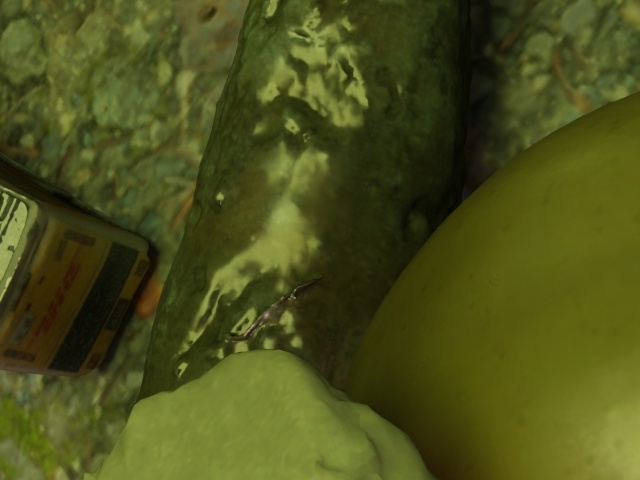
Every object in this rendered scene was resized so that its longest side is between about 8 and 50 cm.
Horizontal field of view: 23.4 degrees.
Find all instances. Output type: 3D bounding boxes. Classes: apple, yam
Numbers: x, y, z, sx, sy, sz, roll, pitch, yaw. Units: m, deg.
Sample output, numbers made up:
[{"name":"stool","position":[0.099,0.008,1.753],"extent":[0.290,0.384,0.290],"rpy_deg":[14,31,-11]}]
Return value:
[{"name":"apple","position":[0.127,0.080,0.499],"extent":[0.262,0.262,0.262],"rpy_deg":[-8,76,31]},{"name":"yam","position":[0.000,0.000,0.668],"extent":[0.133,0.133,0.330],"rpy_deg":[8,84,34]}]

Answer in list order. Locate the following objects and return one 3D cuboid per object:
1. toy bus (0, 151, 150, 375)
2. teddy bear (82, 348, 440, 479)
[{"name":"toy bus","position":[-0.248,-0.044,0.829],"extent":[0.342,0.138,0.097],"rpy_deg":[29,97,33]},{"name":"teddy bear","position":[-0.011,0.271,0.492],"extent":[0.375,0.362,0.327],"rpy_deg":[-40,41,14]}]
